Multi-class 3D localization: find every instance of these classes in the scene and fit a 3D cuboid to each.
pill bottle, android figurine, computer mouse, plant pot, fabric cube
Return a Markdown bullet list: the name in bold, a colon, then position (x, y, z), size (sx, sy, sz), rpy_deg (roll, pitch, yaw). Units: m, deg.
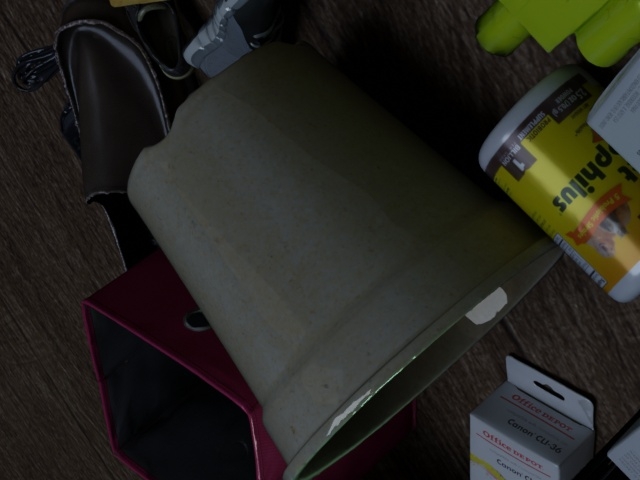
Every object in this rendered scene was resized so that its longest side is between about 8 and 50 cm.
- **pill bottle**: position (0.239, -0.032, 1.174), size (0.215, 0.117, 0.117), rpy_deg (45, 147, 10)
- **android figurine**: position (0.171, -0.250, 1.098), size (0.248, 0.056, 0.273), rpy_deg (48, 147, -1)
- **computer mouse**: position (-0.228, -0.144, 1.713), size (0.184, 0.060, 0.262), rpy_deg (-27, 104, 37)
- **plant pot**: position (0.000, 0.000, 1.312), size (0.305, 0.334, 0.334), rpy_deg (48, 147, 11)
- **fabric cube**: position (-0.068, 0.139, 1.589), size (0.254, 0.258, 0.259), rpy_deg (30, 141, 32)

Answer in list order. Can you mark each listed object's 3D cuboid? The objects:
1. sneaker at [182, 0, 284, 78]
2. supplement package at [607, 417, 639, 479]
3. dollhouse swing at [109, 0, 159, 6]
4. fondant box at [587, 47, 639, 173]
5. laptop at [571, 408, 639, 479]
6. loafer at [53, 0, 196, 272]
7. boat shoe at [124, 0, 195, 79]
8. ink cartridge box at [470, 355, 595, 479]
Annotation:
- **sneaker**: position (-0.047, -0.188, 1.427), size (0.132, 0.086, 0.228), rpy_deg (49, 158, -4)
- **supplement package**: position (0.386, 0.120, 1.081), size (0.175, 0.177, 0.293), rpy_deg (46, 147, 11)
- **dollhouse swing**: position (-0.090, -0.427, 1.262), size (0.315, 0.305, 0.347), rpy_deg (-100, -6, -61)
- **fondant box**: position (0.365, -0.040, 0.900), size (0.330, 0.238, 0.096), rpy_deg (46, 146, 10)
- **laptop**: position (0.343, 0.258, 1.213), size (0.264, 0.234, 0.136), rpy_deg (45, 145, 13)
- **loafer**: position (-0.201, -0.096, 1.608), size (0.133, 0.130, 0.366), rpy_deg (-8, 116, 26)
- **boat shoe**: position (-0.174, -0.242, 1.523), size (0.152, 0.056, 0.049), rpy_deg (60, -178, 1)
- **ink cartridge box**: position (0.216, 0.225, 1.493), size (0.115, 0.067, 0.198), rpy_deg (28, 139, 34)
